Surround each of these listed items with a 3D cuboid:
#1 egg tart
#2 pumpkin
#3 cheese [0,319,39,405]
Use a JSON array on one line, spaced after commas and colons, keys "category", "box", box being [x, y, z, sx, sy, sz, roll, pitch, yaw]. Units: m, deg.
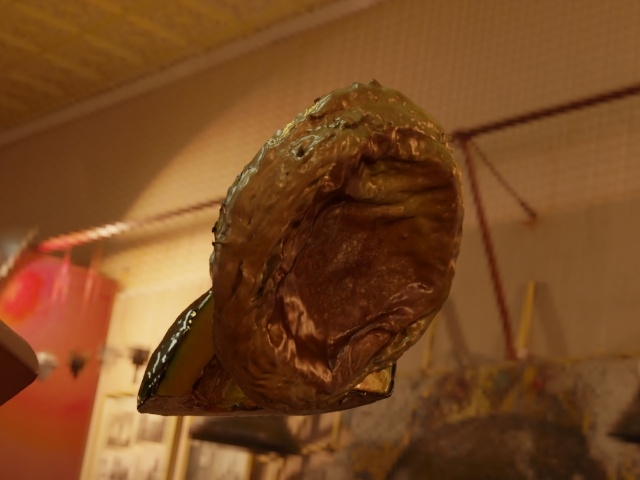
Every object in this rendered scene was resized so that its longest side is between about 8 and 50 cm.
[{"category": "egg tart", "box": [0.000, 0.000, 1.453, 0.150, 0.352, 0.352, 22, -6, 38]}, {"category": "pumpkin", "box": [-0.082, 0.105, 1.601, 0.312, 0.169, 0.148, 4, -19, -38]}, {"category": "cheese", "box": [-0.418, 0.135, 1.677, 0.177, 0.203, 0.128, -17, -54, 39]}]
